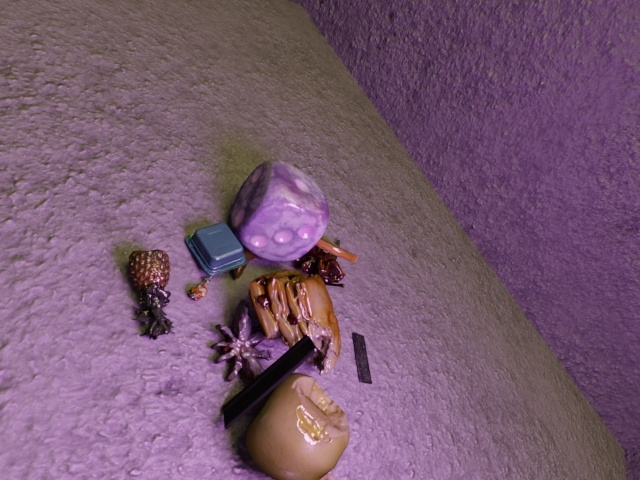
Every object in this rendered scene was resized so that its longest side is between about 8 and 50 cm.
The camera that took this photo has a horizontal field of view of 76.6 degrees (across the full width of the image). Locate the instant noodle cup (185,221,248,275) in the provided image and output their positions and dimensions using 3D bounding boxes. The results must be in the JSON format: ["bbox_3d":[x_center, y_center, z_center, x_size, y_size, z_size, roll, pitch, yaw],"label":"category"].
[{"bbox_3d":[-0.336,0.018,1.330,0.157,0.070,0.179,-21,64,-40],"label":"instant noodle cup"}]

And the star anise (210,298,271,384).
[{"bbox_3d":[-0.223,0.308,1.215,0.198,0.110,0.258,31,48,-26],"label":"star anise"}]

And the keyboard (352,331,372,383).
[{"bbox_3d":[0.164,0.454,1.574,0.074,0.015,0.197,22,46,-34],"label":"keyboard"}]

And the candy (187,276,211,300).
[{"bbox_3d":[-0.357,0.125,1.285,0.055,0.049,0.185,5,31,12],"label":"candy"}]

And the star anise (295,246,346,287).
[{"bbox_3d":[-0.012,0.101,1.596,0.190,0.126,0.220,34,17,-21],"label":"star anise"}]

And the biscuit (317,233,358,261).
[{"bbox_3d":[0.000,0.000,1.631,0.204,0.040,0.309,23,8,-36],"label":"biscuit"}]

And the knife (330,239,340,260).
[{"bbox_3d":[0.057,0.074,1.776,0.045,0.021,0.222,33,45,-22],"label":"knife"}]

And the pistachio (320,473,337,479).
[{"bbox_3d":[0.036,0.759,1.095,0.152,0.126,0.223,-7,58,-9],"label":"pistachio"}]

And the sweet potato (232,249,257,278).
[{"bbox_3d":[-0.264,0.062,1.427,0.053,0.053,0.182,14,32,15],"label":"sweet potato"}]

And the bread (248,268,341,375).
[{"bbox_3d":[-0.048,0.248,1.301,0.370,0.191,0.314,62,12,3],"label":"bread"}]

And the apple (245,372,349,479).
[{"bbox_3d":[-0.064,0.508,1.089,0.279,0.279,0.279,27,43,-29],"label":"apple"}]

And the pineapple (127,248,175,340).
[{"bbox_3d":[-0.463,0.147,1.113,0.125,0.125,0.252,1,69,-46],"label":"pineapple"}]

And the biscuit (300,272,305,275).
[{"bbox_3d":[-0.036,0.220,1.546,0.192,0.036,0.186,30,40,-27],"label":"biscuit"}]

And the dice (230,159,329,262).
[{"bbox_3d":[-0.149,-0.104,1.470,0.270,0.271,0.270,27,31,-32],"label":"dice"}]

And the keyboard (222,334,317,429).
[{"bbox_3d":[-0.139,0.375,1.097,0.018,0.309,0.101,52,-7,-19],"label":"keyboard"}]
